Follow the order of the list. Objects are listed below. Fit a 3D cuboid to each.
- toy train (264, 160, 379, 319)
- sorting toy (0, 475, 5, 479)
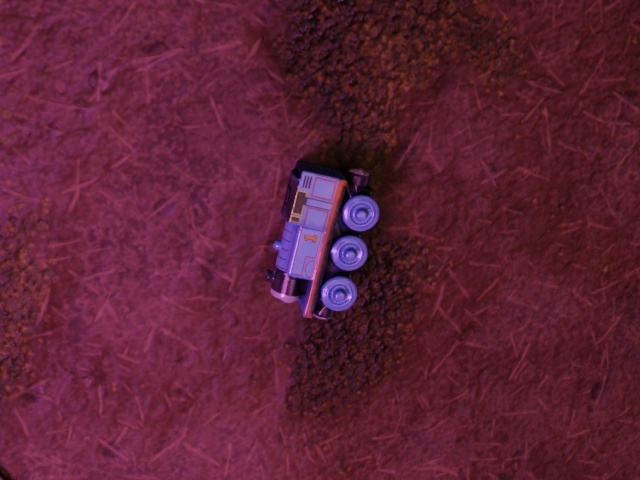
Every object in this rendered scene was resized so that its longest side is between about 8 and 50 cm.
[{"bbox_3d":[0.000,0.000,0.998,0.105,0.080,0.184,12,105,-9],"label":"toy train"},{"bbox_3d":[-0.453,0.320,0.988,0.193,0.038,0.208,-36,112,-2],"label":"sorting toy"}]
